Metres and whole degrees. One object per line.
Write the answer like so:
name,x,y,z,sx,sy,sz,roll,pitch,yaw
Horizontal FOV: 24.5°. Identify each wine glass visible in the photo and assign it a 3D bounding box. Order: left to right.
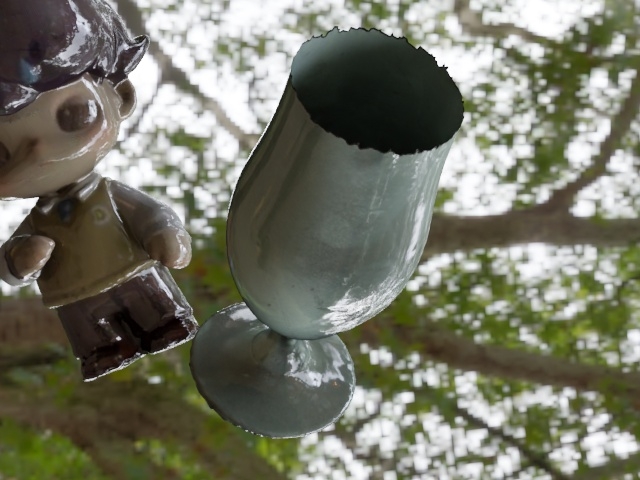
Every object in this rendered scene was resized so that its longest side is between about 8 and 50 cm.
wine glass,0.000,0.000,0.687,0.093,0.093,0.202,63,-33,34

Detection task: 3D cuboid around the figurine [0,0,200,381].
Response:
figurine,-0.239,-0.063,1.257,0.218,0.206,0.365,-25,-101,20
